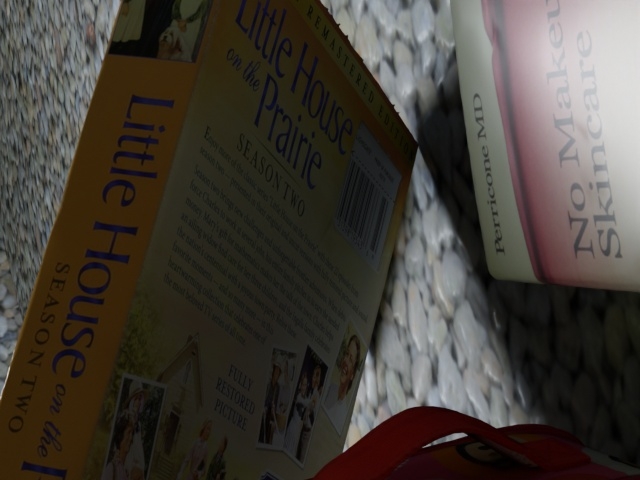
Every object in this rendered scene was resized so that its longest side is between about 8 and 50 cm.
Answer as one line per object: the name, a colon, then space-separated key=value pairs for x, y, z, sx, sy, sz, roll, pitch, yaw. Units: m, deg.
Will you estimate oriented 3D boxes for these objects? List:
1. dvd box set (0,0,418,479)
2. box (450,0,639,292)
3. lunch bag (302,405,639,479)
dvd box set: x=-0.061 y=0.079 z=0.946 sx=0.307 sy=0.062 sz=0.420 roll=46 pitch=-125 yaw=-63
box: x=0.150 y=-0.061 z=0.641 sx=0.232 sy=0.127 sz=0.148 roll=180 pitch=81 yaw=-72
lunch bag: x=0.039 y=0.202 z=0.836 sx=0.120 sy=0.293 sz=0.258 roll=24 pitch=120 yaw=56
